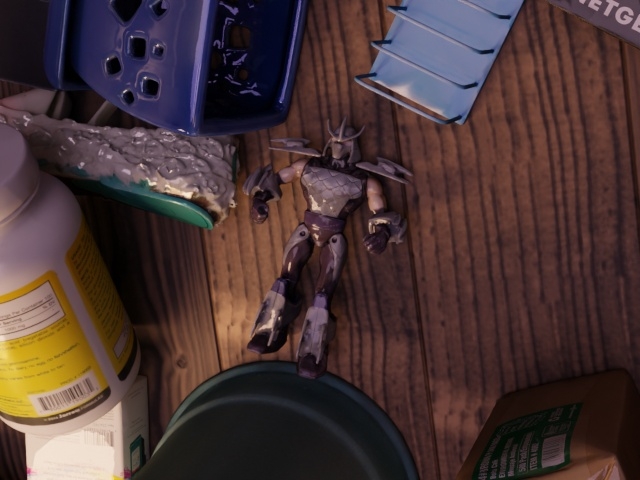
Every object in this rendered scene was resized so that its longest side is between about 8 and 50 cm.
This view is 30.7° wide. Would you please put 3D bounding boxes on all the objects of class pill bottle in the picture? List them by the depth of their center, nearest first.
[{"bbox_3d":[-0.331,0.044,1.279,0.188,0.188,0.334,1,134,17],"label":"pill bottle"}]

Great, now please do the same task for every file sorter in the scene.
[{"bbox_3d":[0.125,-0.218,1.206,0.118,0.104,0.170,28,106,10],"label":"file sorter"}]

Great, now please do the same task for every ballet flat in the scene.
[{"bbox_3d":[-0.278,-0.111,1.357,0.409,0.147,0.147,12,103,12],"label":"ballet flat"}]

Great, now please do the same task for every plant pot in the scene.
[{"bbox_3d":[-0.152,-0.247,1.225,0.212,0.236,0.236,15,105,20],"label":"plant pot"},{"bbox_3d":[-0.088,0.338,1.254,0.341,0.334,0.341,3,101,16],"label":"plant pot"}]

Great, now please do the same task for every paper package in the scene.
[{"bbox_3d":[0.271,0.312,1.143,0.168,0.325,0.309,-22,92,19],"label":"paper package"}]

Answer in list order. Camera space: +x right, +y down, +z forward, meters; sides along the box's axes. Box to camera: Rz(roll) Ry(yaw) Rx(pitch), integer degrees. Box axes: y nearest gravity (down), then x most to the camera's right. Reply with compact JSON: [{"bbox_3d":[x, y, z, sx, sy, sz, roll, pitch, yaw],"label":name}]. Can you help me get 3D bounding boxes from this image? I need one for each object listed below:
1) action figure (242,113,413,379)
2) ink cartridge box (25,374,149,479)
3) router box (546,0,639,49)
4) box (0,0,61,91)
[{"bbox_3d":[0.000,0.000,1.291,0.185,0.099,0.285,18,102,19],"label":"action figure"},{"bbox_3d":[-0.285,0.282,1.439,0.134,0.078,0.231,3,101,17],"label":"ink cartridge box"},{"bbox_3d":[0.302,-0.217,1.136,0.179,0.133,0.046,30,106,11],"label":"router box"},{"bbox_3d":[-0.317,-0.315,1.305,0.165,0.143,0.270,13,104,15],"label":"box"}]
